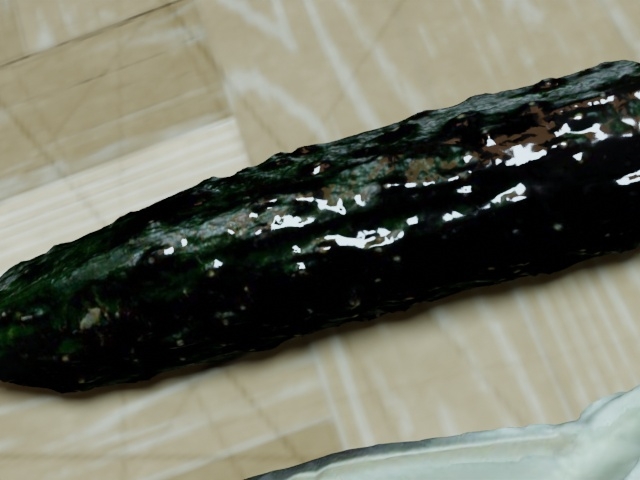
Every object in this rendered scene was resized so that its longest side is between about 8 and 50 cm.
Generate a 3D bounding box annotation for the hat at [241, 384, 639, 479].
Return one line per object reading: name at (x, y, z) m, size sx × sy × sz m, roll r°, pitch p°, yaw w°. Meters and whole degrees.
hat at (0.068, 0.185, 0.532) m, size 0.301 × 0.168 × 0.257 m, roll -12°, pitch 64°, yaw 38°

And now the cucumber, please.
cucumber at (0.000, 0.000, 0.714) m, size 0.303 × 0.081 × 0.072 m, roll -16°, pitch 80°, yaw 4°
